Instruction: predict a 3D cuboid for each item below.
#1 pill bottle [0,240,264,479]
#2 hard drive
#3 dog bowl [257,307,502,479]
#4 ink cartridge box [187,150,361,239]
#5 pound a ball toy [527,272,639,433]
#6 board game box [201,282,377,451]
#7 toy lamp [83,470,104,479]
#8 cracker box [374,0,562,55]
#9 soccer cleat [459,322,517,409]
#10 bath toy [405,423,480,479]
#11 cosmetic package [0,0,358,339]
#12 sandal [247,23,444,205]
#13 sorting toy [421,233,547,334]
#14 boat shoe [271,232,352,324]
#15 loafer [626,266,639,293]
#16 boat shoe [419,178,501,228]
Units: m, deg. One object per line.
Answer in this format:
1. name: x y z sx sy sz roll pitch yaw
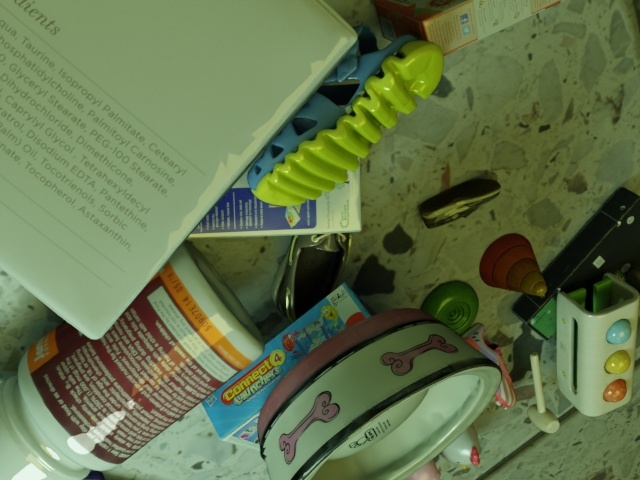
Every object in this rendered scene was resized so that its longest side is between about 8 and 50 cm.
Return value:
1. pill bottle: -0.300 0.196 1.093 0.392 0.224 0.224 -37 125 -2
2. hard drive: 0.584 0.083 1.523 0.236 0.064 0.339 34 99 -34
3. dog bowl: 0.079 0.272 1.150 0.407 0.150 0.408 -26 149 -17
4. ink cartridge box: -0.106 -0.088 1.073 0.332 0.065 0.166 -2 97 -12
5. pound a ball toy: 0.537 0.253 1.475 0.208 0.136 0.319 -20 123 -13
6. board game box: -0.005 0.242 1.255 0.302 0.086 0.308 -38 149 2
7. toy lamp: -0.343 0.470 1.313 0.274 0.080 0.080 28 103 -34
8. cracker box: 0.217 -0.352 1.065 0.232 0.156 0.067 -27 124 -8
9. soccer cleat: 0.358 0.266 1.515 0.095 0.083 0.248 -46 122 -1
10. bath toy: 0.185 0.465 1.514 0.348 0.129 0.152 -12 121 -19
11. cosmetic package: -0.214 -0.173 0.806 0.327 0.329 0.394 40 97 -8
12. sandal: 0.018 -0.179 1.011 0.317 0.138 0.126 -42 153 4
13. sorting toy: 0.293 0.146 1.390 0.365 0.126 0.127 -40 125 -1
14. boat shoe: 0.000 0.000 1.196 0.116 0.097 0.325 6 114 -26
15. loafer: 0.677 0.089 1.500 0.050 0.056 0.148 -47 135 5
16. boat shoe: 0.251 -0.066 1.303 0.152 0.056 0.049 -19 128 -3
